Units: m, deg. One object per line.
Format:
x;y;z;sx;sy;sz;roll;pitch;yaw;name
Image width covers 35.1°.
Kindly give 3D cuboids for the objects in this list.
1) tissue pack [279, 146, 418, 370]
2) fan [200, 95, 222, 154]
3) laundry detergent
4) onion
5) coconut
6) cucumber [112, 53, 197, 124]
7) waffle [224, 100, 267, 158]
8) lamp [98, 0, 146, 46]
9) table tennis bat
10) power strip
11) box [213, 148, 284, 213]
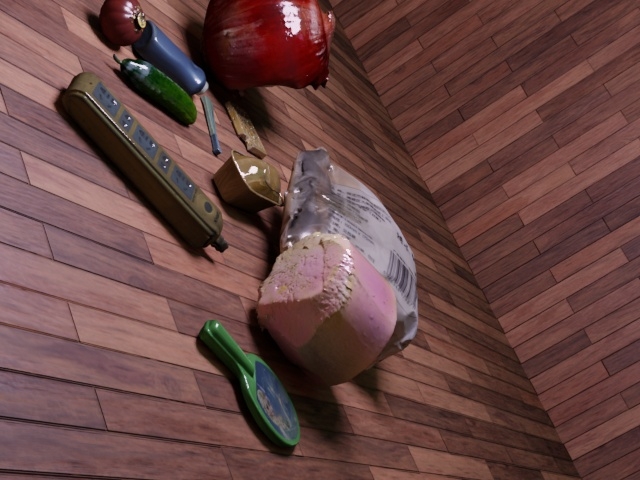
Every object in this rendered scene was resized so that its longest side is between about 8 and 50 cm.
0.059;0.027;2.087;0.375;0.195;0.390;53;25;-24;tissue pack
-0.228;-0.243;2.144;0.038;0.016;0.193;45;20;-41;fan
-0.300;-0.362;2.084;0.206;0.061;0.097;41;15;-45;laundry detergent
-0.131;-0.482;2.351;0.341;0.341;0.341;50;18;-23;onion
0.018;0.131;1.813;0.245;0.233;0.233;52;16;-37;coconut
-0.308;-0.291;1.940;0.250;0.056;0.056;36;27;-52;cucumber
-0.172;-0.253;2.314;0.092;0.021;0.135;30;31;-60;waffle
-0.376;-0.419;1.920;0.101;0.090;0.101;5;90;-72;lamp
-0.106;0.223;1.606;0.257;0.039;0.160;53;15;-23;table tennis bat
-0.278;-0.118;1.689;0.387;0.066;0.092;50;20;-24;power strip
-0.136;-0.116;2.016;0.111;0.111;0.177;63;15;20;box
